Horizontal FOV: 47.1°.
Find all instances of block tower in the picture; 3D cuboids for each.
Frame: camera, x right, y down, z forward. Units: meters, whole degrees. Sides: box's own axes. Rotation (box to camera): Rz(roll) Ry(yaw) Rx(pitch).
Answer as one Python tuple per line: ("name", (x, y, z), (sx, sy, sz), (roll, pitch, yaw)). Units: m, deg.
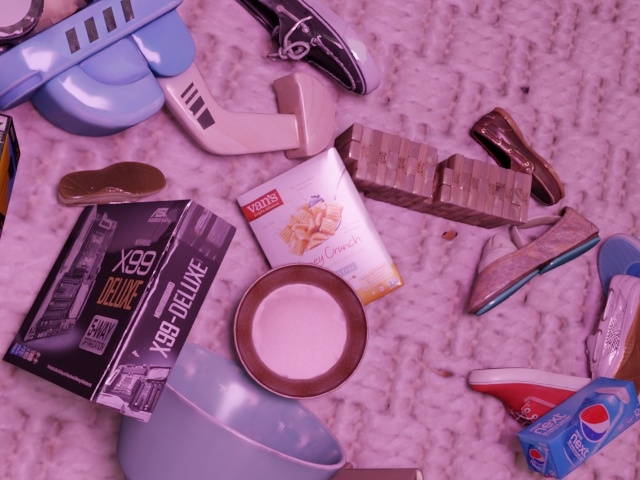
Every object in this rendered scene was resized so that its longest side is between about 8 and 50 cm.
("block tower", (0.185, -0.099, 1.233), (0.335, 0.097, 0.091), (14, 77, -17))

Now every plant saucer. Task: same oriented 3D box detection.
("plant saucer", (-0.029, 0.133, 1.082), (0.198, 0.036, 0.199), (2, 78, -8))

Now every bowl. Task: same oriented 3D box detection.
("bowl", (-0.140, 0.270, 0.961), (0.311, 0.311, 0.163), (31, 92, -14))

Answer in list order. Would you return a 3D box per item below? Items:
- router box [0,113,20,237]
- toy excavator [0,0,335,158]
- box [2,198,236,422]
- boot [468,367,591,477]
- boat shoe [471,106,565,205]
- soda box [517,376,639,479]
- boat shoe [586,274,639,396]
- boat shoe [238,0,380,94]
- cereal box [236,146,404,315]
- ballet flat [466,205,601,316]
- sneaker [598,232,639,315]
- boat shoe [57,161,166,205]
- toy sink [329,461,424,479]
("router box", (-0.425, -0.077, 0.942), (0.046, 0.179, 0.133), (12, 78, -17))
("toy excavator", (-0.239, -0.234, 1.051), (0.433, 0.222, 0.445), (-38, 110, -23))
("box", (-0.258, 0.073, 0.914), (0.076, 0.307, 0.242), (35, 70, -34))
("boot", (0.353, 0.306, 1.239), (0.244, 0.088, 0.176), (13, 79, -23))
("boat shoe", (0.350, -0.138, 1.316), (0.073, 0.073, 0.207), (-40, 90, -20))
("soda box", (0.424, 0.299, 1.192), (0.210, 0.071, 0.067), (-25, 100, -27))
("boat shoe", (0.529, 0.196, 1.323), (0.098, 0.096, 0.277), (11, 97, -36))
("boat shoe", (-0.037, -0.335, 1.173), (0.105, 0.113, 0.306), (-44, 96, -15))
("cereal box", (0.000, 0.000, 1.137), (0.173, 0.047, 0.240), (-28, 93, 1))
("ballet flat", (0.351, 0.027, 1.285), (0.316, 0.107, 0.106), (-25, 71, -28))
("sneaker", (0.668, 0.106, 1.385), (0.208, 0.127, 0.319), (-24, 79, -40))
("boat shoe", (-0.303, -0.077, 1.068), (0.153, 0.048, 0.056), (-14, 74, -29))
("toy sink", (0.080, 0.402, 1.016), (0.131, 0.234, 0.153), (-5, 82, 11))
